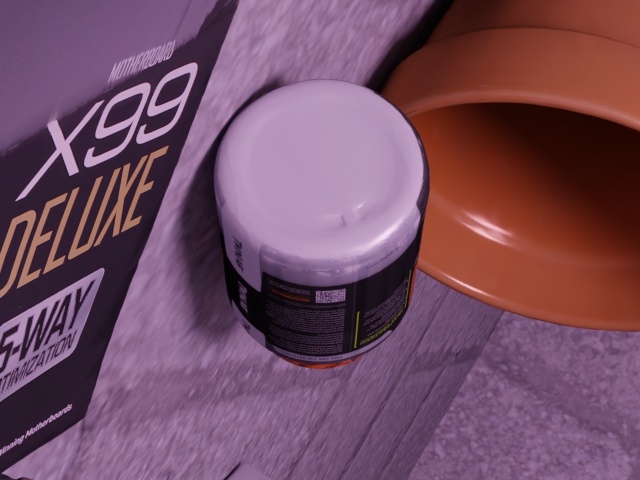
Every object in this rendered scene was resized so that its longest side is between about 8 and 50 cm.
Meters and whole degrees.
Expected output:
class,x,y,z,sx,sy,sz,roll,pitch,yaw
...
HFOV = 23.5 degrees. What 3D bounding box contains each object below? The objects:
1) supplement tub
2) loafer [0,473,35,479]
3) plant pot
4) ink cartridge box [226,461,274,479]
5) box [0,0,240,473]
class,x,y,z,sx,sy,sz,roll,pitch,yaw
supplement tub,0.000,0.000,0.892,0.117,0.117,0.190,-54,166,-22
loafer,-0.130,0.100,0.339,0.302,0.109,0.095,-18,134,-65
plant pot,0.187,-0.092,1.090,0.291,0.291,0.203,96,12,-61
ink cartridge box,-0.072,0.299,1.261,0.176,0.127,0.128,-41,158,-51
box,-0.146,0.002,0.441,0.307,0.077,0.242,-35,153,-59
